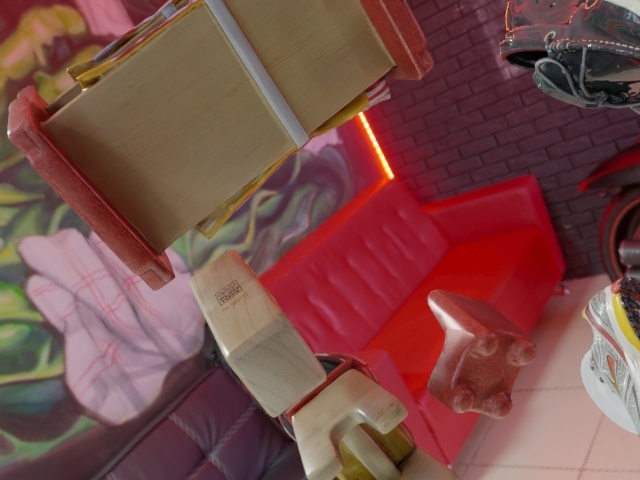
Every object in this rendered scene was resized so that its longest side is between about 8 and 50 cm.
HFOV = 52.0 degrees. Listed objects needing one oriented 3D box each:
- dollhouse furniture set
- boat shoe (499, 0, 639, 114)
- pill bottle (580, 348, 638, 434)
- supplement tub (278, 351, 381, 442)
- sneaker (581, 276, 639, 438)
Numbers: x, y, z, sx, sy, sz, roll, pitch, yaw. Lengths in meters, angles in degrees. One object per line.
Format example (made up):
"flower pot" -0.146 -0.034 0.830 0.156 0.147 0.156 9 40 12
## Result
"dollhouse furniture set" 0.000 0.000 0.441 0.201 0.374 0.152 -38 27 -6
"boat shoe" 0.365 -0.236 0.819 0.500 0.186 0.156 -111 40 -63
"pill bottle" 0.726 0.217 1.337 0.361 0.204 0.204 -29 11 -23
"supplement tub" 0.018 0.186 0.778 0.106 0.106 0.198 -27 -15 5
"sneaker" 0.394 0.165 0.813 0.088 0.225 0.093 5 -27 -24
